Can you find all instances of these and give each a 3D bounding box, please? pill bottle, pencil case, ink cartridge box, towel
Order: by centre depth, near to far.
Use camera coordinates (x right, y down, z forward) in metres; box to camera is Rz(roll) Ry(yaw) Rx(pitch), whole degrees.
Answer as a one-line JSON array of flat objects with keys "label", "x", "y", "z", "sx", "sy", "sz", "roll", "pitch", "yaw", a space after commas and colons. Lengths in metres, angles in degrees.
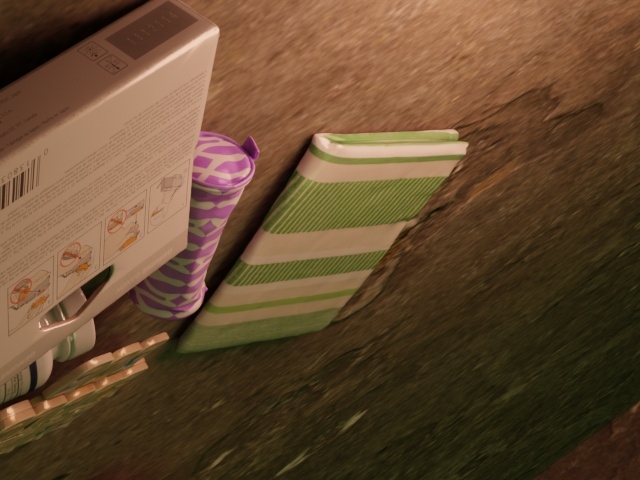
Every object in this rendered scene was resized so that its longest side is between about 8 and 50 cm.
[{"label": "ink cartridge box", "x": -0.211, "y": -0.027, "z": 1.196, "sx": 0.296, "sy": 0.066, "sz": 0.261, "roll": -39, "pitch": 156, "yaw": -39}, {"label": "pill bottle", "x": -0.303, "y": 0.095, "z": 1.333, "sx": 0.187, "sy": 0.112, "sz": 0.112, "roll": -23, "pitch": 151, "yaw": -30}, {"label": "pencil case", "x": -0.125, "y": -0.011, "z": 1.421, "sx": 0.088, "sy": 0.086, "sz": 0.206, "roll": -6, "pitch": 142, "yaw": -28}, {"label": "towel", "x": 0.000, "y": 0.000, "z": 1.670, "sx": 0.248, "sy": 0.038, "sz": 0.325, "roll": -6, "pitch": 142, "yaw": -46}]

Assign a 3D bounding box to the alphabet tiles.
[{"label": "alphabet tiles", "x": -0.285, "y": 0.179, "z": 1.494, "sx": 0.278, "sy": 0.021, "sz": 0.284, "roll": -34, "pitch": 174, "yaw": 21}]
